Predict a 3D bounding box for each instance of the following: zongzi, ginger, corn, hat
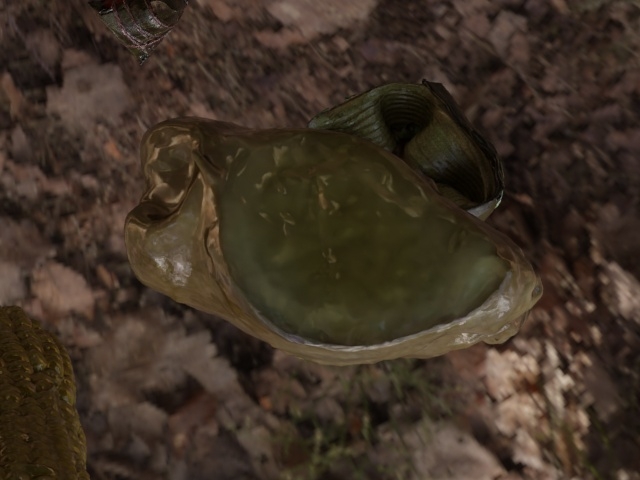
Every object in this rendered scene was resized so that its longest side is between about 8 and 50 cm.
[{"bbox_3d":[-0.122,-0.185,1.235,0.083,0.073,0.067,-14,127,40],"label":"zongzi"},{"bbox_3d":[0.004,0.002,0.537,0.137,0.213,0.074,25,88,-3],"label":"ginger"},{"bbox_3d":[-0.152,0.103,0.771,0.086,0.288,0.087,-5,111,-13],"label":"corn"},{"bbox_3d":[0.032,-0.021,0.670,0.076,0.077,0.059,-28,156,-15],"label":"hat"}]
